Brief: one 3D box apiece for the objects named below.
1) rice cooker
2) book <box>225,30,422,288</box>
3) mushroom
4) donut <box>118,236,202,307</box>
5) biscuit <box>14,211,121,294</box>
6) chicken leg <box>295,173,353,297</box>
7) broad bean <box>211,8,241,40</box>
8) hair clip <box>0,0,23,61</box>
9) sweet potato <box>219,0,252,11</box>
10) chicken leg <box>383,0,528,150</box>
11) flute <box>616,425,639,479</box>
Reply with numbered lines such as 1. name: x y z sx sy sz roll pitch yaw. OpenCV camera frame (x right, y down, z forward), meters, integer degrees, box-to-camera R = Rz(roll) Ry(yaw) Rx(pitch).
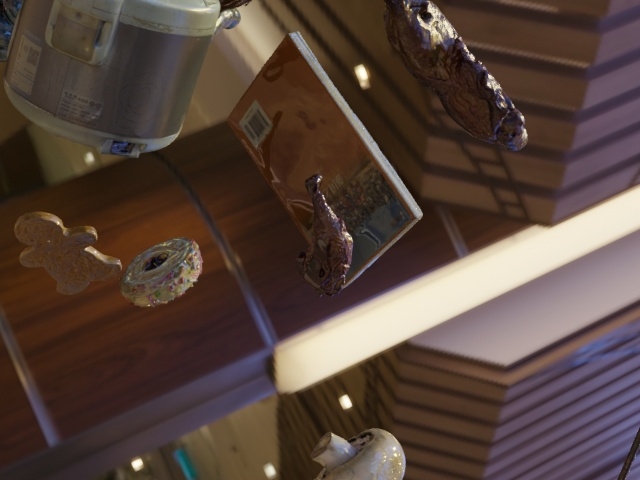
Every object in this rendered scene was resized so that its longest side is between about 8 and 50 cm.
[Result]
1. rice cooker: -0.301 -0.290 1.602 0.288 0.288 0.277 47 -56 46
2. book: -0.004 -0.128 1.869 0.374 0.028 0.262 56 -41 9
3. mushroom: 0.045 0.326 1.583 0.122 0.154 0.154 47 -19 -2
4. donut: -0.294 0.063 2.079 0.174 0.174 0.068 33 -26 60
5. biscuit: -0.477 0.016 2.057 0.240 0.158 0.035 57 15 -50
6. chicken leg: 0.005 0.004 1.640 0.089 0.048 0.219 23 -44 18
7. broad bean: -0.190 -0.403 2.085 0.227 0.039 0.069 -60 168 -59
8. hair clip: -0.495 -0.372 2.073 0.310 0.206 0.194 34 21 -4
9. sweet potato: -0.186 -0.447 1.843 0.370 0.158 0.158 -12 -77 38
10. chicken leg: 0.157 -0.228 1.392 0.322 0.083 0.177 47 4 -15
11. flute: 0.469 0.335 1.689 0.014 0.014 0.269 52 -29 37
